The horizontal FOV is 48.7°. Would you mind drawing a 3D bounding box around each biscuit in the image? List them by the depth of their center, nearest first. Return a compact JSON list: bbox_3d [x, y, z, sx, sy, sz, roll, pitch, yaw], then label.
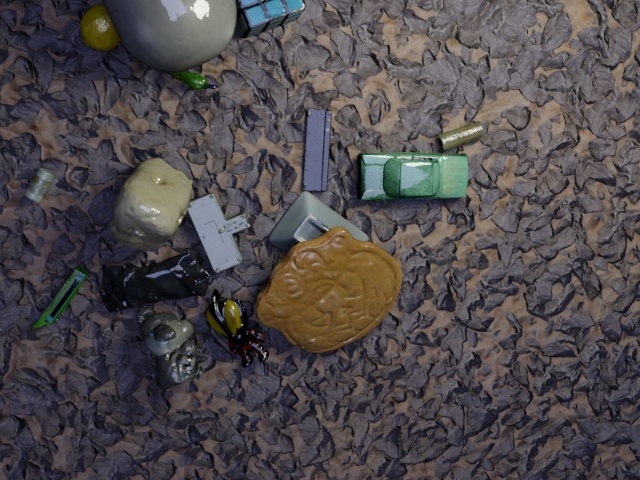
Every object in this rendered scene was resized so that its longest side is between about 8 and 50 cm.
[{"bbox_3d":[0.032,0.151,1.988,0.365,0.062,0.385,36,106,-27],"label":"biscuit"}]

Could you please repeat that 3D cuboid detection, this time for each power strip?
[{"bbox_3d":[-0.268,-0.032,1.963,0.145,0.061,0.215,-23,104,-3],"label":"power strip"}]

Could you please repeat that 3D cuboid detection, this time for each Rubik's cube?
[{"bbox_3d":[-0.147,-0.629,1.811,0.161,0.163,0.162,-23,100,-8],"label":"Rubik's cube"}]

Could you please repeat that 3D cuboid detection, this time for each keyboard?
[{"bbox_3d":[-0.009,-0.253,1.981,0.072,0.023,0.231,3,100,-2],"label":"keyboard"}]

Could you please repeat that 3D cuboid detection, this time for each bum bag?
[{"bbox_3d":[-0.462,0.114,1.955,0.310,0.074,0.137,-10,112,-2],"label":"bum bag"}]

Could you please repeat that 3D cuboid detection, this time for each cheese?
[{"bbox_3d":[-0.453,-0.067,1.842,0.174,0.248,0.251,30,101,-12],"label":"cheese"}]

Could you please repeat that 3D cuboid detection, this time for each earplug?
[{"bbox_3d":[-0.375,-0.607,1.693,0.313,0.312,0.394,-23,99,-4],"label":"earplug"}]

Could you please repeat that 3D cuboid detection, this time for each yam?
[{"bbox_3d":[0.400,-0.298,2.019,0.132,0.054,0.054,-20,103,-5],"label":"yam"}]

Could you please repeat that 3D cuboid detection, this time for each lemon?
[{"bbox_3d":[-0.553,-0.539,1.797,0.133,0.109,0.109,-32,104,13],"label":"lemon"}]

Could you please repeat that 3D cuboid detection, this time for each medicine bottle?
[{"bbox_3d":[-0.745,-0.148,1.875,0.047,0.047,0.083,30,95,-13],"label":"medicine bottle"}]

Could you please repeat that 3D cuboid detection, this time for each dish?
[{"bbox_3d":[0.000,0.000,2.002,0.243,0.080,0.182,36,94,-14],"label":"dish"}]

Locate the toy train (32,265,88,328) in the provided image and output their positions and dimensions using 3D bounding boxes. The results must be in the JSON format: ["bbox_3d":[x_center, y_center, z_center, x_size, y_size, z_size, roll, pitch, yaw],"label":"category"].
[{"bbox_3d":[-0.713,0.167,1.943,0.042,0.044,0.209,36,94,-15],"label":"toy train"}]

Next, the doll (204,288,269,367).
[{"bbox_3d":[-0.242,0.248,2.009,0.127,0.088,0.248,-27,107,-3],"label":"doll"}]

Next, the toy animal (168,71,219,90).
[{"bbox_3d":[-0.359,-0.433,1.878,0.217,0.075,0.041,26,93,16],"label":"toy animal"}]

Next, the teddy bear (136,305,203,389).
[{"bbox_3d":[-0.405,0.292,1.958,0.144,0.171,0.251,-19,98,-25],"label":"teddy bear"}]

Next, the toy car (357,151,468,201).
[{"bbox_3d":[0.264,-0.176,1.997,0.321,0.097,0.141,-1,102,-8],"label":"toy car"}]
